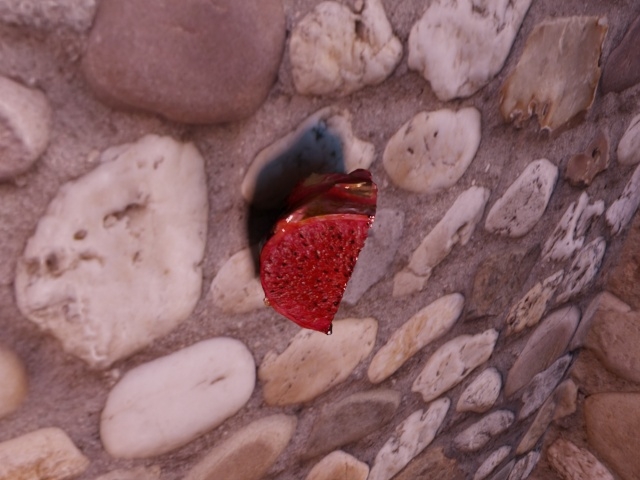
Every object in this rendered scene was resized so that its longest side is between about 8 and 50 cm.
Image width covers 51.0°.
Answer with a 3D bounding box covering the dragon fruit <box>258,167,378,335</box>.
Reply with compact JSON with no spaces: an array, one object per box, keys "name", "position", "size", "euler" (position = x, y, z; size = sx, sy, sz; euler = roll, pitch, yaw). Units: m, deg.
[{"name":"dragon fruit","position":[-0.009,-0.007,0.892],"size":[0.274,0.126,0.161],"euler":[107,-1,-47]}]
